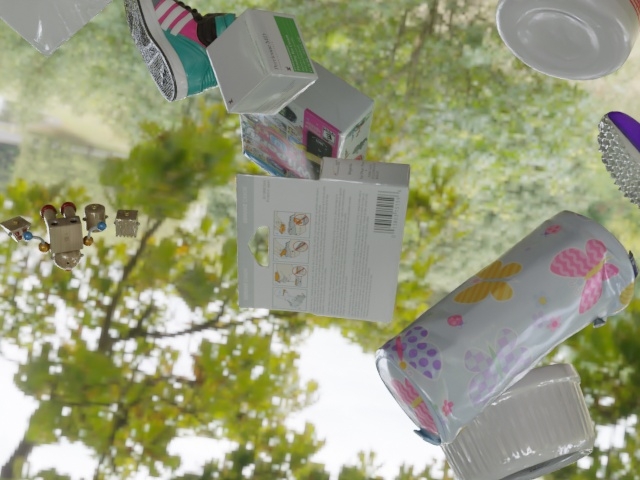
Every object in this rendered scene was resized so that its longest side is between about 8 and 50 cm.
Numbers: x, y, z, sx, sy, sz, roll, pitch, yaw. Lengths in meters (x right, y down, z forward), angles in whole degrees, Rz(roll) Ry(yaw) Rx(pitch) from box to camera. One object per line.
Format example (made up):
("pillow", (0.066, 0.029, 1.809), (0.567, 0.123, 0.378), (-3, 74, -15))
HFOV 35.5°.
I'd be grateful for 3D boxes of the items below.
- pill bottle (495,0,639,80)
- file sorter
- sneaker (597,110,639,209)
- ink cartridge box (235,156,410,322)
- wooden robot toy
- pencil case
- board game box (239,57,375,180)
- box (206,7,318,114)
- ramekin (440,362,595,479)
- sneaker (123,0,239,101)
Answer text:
("pill bottle", (0.467, -0.488, 1.669), (0.229, 0.407, 0.229), (24, 158, 10))
("file sorter", (-0.464, -0.462, 1.528), (0.173, 0.193, 0.278), (52, -175, 33))
("sneaker", (0.524, -0.089, 1.401), (0.293, 0.146, 0.102), (50, 171, 17))
("ink cartridge box", (0.000, 0.000, 1.467), (0.239, 0.060, 0.275), (6, 132, 3))
("wooden robot toy", (-0.324, -0.001, 1.300), (0.173, 0.079, 0.076), (-8, -148, -18))
("pencil case", (0.186, 0.085, 0.999), (0.273, 0.124, 0.113), (-34, -149, -14))
("board game box", (-0.031, -0.197, 1.773), (0.224, 0.097, 0.303), (36, 160, 14))
("box", (-0.077, -0.231, 1.300), (0.087, 0.101, 0.102), (-4, 158, -44))
("ramekin", (0.253, 0.249, 1.286), (0.207, 0.109, 0.207), (-18, 157, -8))
("sneaker", (-0.232, -0.382, 1.780), (0.179, 0.295, 0.123), (-15, 152, -25))
